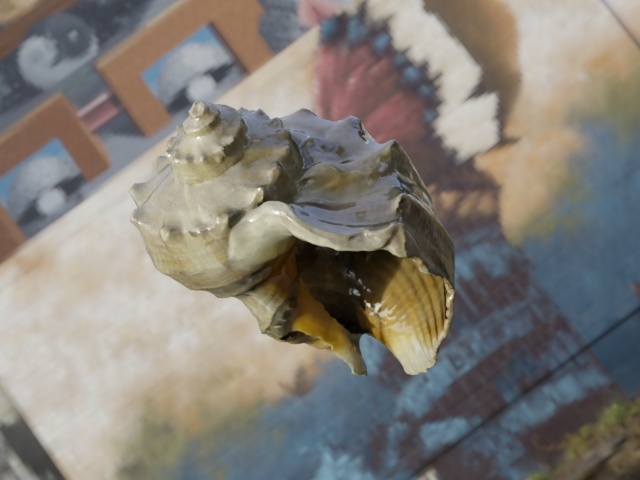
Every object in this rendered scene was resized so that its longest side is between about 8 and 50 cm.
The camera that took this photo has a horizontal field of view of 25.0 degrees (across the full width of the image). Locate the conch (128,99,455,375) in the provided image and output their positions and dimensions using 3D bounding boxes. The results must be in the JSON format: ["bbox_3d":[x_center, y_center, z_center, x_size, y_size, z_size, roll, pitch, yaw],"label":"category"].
[{"bbox_3d":[0.003,-0.011,1.188,0.324,0.263,0.186,36,-107,-47],"label":"conch"}]
